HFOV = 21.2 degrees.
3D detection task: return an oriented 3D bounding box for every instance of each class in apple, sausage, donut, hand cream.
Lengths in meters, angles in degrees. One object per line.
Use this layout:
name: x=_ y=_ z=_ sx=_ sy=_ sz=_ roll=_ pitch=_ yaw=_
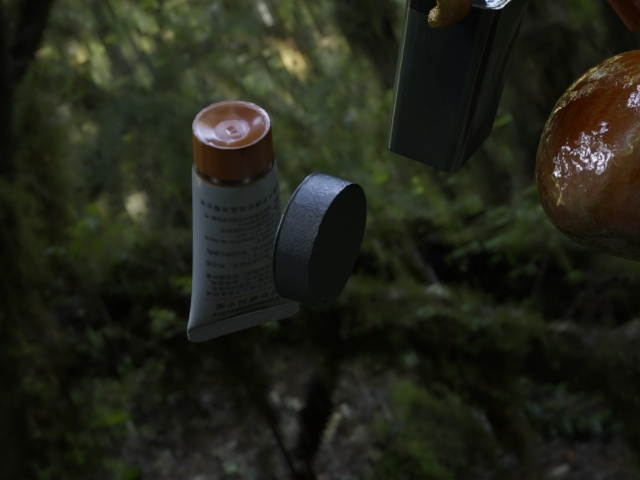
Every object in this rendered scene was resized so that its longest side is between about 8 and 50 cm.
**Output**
apple: x=0.419 y=-0.113 z=2.164 sx=0.301 sy=0.301 sz=0.301 roll=-26 pitch=2 yaw=1
sausage: x=0.395 y=-0.334 z=2.266 sx=0.041 sy=0.131 sz=0.039 roll=-48 pitch=23 yaw=-20
donut: x=0.143 y=-0.284 z=2.008 sx=0.038 sy=0.067 sz=0.083 roll=-41 pitch=-1 yaw=-28
hand cream: x=-0.085 y=-0.009 z=1.920 sx=0.140 sy=0.314 sz=0.089 roll=-13 pitch=42 yaw=-17

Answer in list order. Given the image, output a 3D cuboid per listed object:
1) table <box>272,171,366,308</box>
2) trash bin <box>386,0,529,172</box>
table: x=0.000 y=0.000 z=1.732 sx=0.043 sy=0.133 sz=0.133 roll=17 pitch=21 yaw=21
trash bin: x=0.174 y=-0.231 z=2.176 sx=0.164 sy=0.122 sz=0.240 roll=-46 pitch=-27 yaw=-51
